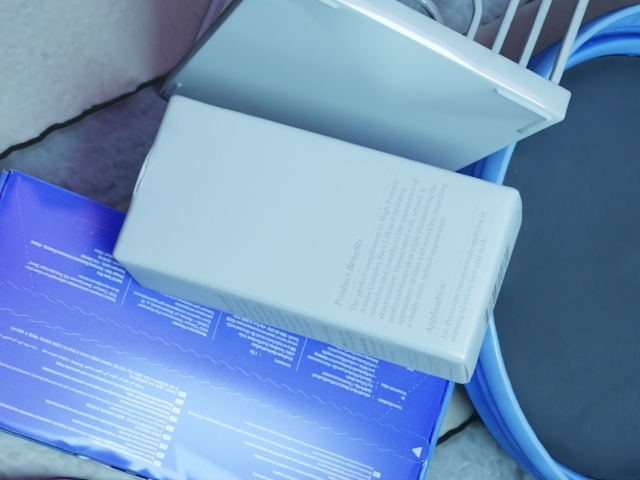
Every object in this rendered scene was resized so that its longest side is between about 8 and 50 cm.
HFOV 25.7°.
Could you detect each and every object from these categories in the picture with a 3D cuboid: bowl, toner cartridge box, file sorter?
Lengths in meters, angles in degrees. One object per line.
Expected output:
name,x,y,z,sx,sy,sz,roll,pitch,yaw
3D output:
bowl,0.255,0.021,1.051,0.391,0.077,0.391,1,89,-31
toner cartridge box,-0.087,0.092,0.974,0.348,0.075,0.165,23,78,-15
file sorter,0.041,-0.162,0.941,0.193,0.278,0.173,26,73,-14

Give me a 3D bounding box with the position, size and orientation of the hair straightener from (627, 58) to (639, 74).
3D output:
hair straightener,0.314,-0.174,1.158,0.230,0.047,0.089,-49,114,-22

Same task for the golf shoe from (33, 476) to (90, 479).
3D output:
golf shoe,-0.209,0.193,0.918,0.186,0.086,0.067,-1,83,-20

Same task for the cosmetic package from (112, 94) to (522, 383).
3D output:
cosmetic package,0.000,0.000,0.887,0.231,0.085,0.117,17,76,12
